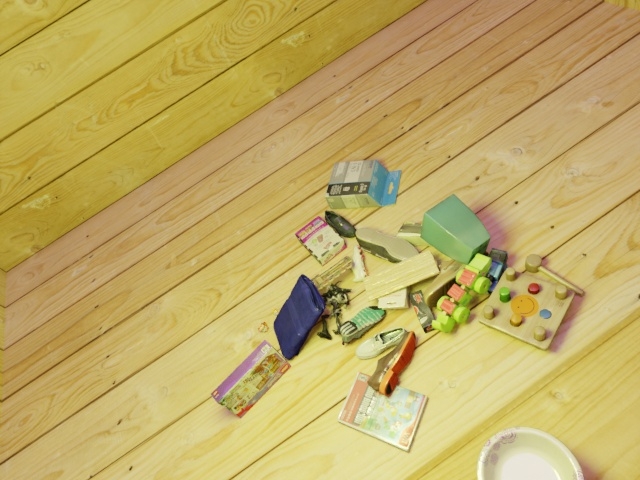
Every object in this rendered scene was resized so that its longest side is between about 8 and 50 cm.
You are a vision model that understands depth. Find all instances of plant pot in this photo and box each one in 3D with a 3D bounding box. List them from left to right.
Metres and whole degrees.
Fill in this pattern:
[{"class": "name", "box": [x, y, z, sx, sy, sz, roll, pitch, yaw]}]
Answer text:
[{"class": "plant pot", "box": [0.548, -0.031, 1.851, 0.166, 0.165, 0.234, -33, 57, -18]}]

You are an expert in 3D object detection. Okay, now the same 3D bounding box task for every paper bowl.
[{"class": "paper bowl", "box": [0.610, 0.707, 1.351, 0.285, 0.148, 0.284, -13, 50, 16]}]

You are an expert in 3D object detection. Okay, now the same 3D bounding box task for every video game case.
[{"class": "video game case", "box": [0.224, 0.618, 1.694, 0.285, 0.025, 0.204, 11, 59, 32]}]

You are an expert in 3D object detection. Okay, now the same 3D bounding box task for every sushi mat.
[{"class": "sushi mat", "box": [0.330, 0.144, 1.921, 0.317, 0.019, 0.151, -25, 32, 11]}]

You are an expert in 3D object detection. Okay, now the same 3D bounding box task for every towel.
[{"class": "towel", "box": [-0.091, 0.325, 1.956, 0.308, 0.076, 0.227, -59, 35, 27]}]

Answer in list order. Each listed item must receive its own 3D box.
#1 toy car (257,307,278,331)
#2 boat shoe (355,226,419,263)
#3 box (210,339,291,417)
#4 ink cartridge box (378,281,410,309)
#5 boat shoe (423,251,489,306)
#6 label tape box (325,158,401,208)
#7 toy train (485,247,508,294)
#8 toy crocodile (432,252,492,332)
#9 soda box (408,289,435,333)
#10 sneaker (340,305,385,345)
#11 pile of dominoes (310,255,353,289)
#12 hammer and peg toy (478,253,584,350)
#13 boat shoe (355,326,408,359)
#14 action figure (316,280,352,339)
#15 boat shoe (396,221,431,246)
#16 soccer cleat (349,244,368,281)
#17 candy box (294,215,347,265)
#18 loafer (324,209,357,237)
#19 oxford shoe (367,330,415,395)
[{"class": "toy car", "box": [-0.232, 0.366, 2.101, 0.041, 0.060, 0.122, 37, 80, 8]}, {"class": "boat shoe", "box": [0.304, 0.038, 2.101, 0.335, 0.095, 0.112, 28, 57, 34]}, {"class": "box", "box": [-0.272, 0.558, 1.859, 0.293, 0.201, 0.057, -44, 49, -13]}, {"class": "ink cartridge box", "box": [0.308, 0.221, 1.928, 0.116, 0.067, 0.198, -7, 39, 21]}, {"class": "boat shoe", "box": [0.533, 0.143, 1.882, 0.341, 0.121, 0.110, -34, 41, -18]}, {"class": "label tape box", "box": [0.221, -0.294, 2.385, 0.348, 0.115, 0.249, -2, 52, 26]}, {"class": "toy train", "box": [0.681, 0.123, 1.825, 0.080, 0.105, 0.184, 16, 61, 35]}, {"class": "toy crocodile", "box": [0.535, 0.199, 1.756, 0.340, 0.105, 0.115, -56, 41, 1]}, {"class": "soda box", "box": [0.411, 0.284, 1.858, 0.060, 0.053, 0.168, -23, 46, 7]}, {"class": "sneaker", "box": [0.171, 0.349, 1.913, 0.224, 0.098, 0.083, -22, 46, -27]}, {"class": "pile of dominoes", "box": [0.033, 0.144, 2.090, 0.251, 0.040, 0.196, -36, 10, -5]}, {"class": "hammer and peg toy", "box": [0.780, 0.204, 1.696, 0.266, 0.127, 0.361, 23, 66, 37]}, {"class": "boat shoe", "box": [0.236, 0.396, 1.835, 0.226, 0.075, 0.083, -26, 46, 4]}, {"class": "action figure", "box": [0.050, 0.274, 1.983, 0.164, 0.141, 0.275, -13, 52, 19]}, {"class": "boat shoe", "box": [0.486, -0.027, 2.041, 0.305, 0.109, 0.091, 7, 61, 34]}, {"class": "soccer cleat", "box": [0.165, 0.102, 2.119, 0.076, 0.068, 0.196, -20, 50, 14]}, {"class": "candy box", "box": [0.000, 0.000, 2.277, 0.159, 0.071, 0.233, -37, 46, -7]}, {"class": "loafer", "box": [0.094, -0.083, 2.294, 0.076, 0.078, 0.223, -43, 48, -11]}, {"class": "oxford shoe", "box": [0.271, 0.445, 1.746, 0.098, 0.096, 0.271, 15, 55, 40]}]
